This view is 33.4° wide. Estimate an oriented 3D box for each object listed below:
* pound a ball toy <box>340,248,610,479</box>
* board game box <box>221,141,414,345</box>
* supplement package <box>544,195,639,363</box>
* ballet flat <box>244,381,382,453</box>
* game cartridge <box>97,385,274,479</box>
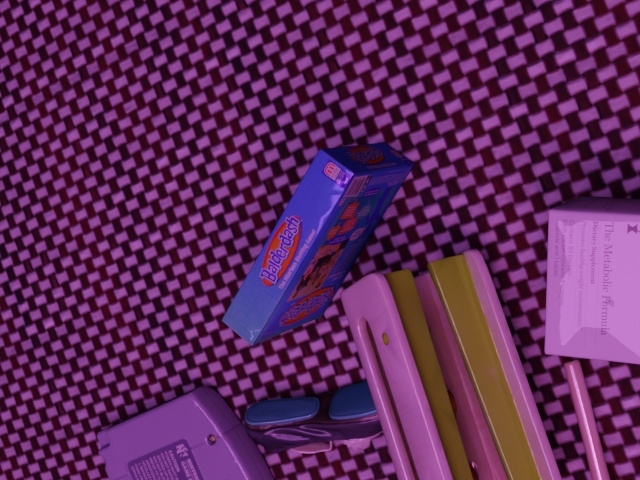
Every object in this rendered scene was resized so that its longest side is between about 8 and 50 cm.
[{"bbox_3d":[0.163,0.175,1.070,0.136,0.208,0.319,-40,66,62],"label":"pound a ball toy"},{"bbox_3d":[0.000,0.000,1.102,0.047,0.160,0.210,37,111,17],"label":"board game box"},{"bbox_3d":[0.338,0.036,0.956,0.244,0.134,0.139,3,99,25],"label":"supplement package"},{"bbox_3d":[0.014,0.201,1.181,0.203,0.074,0.074,-12,92,21],"label":"ballet flat"},{"bbox_3d":[-0.136,0.332,1.276,0.196,0.060,0.294,-26,86,30],"label":"game cartridge"}]
